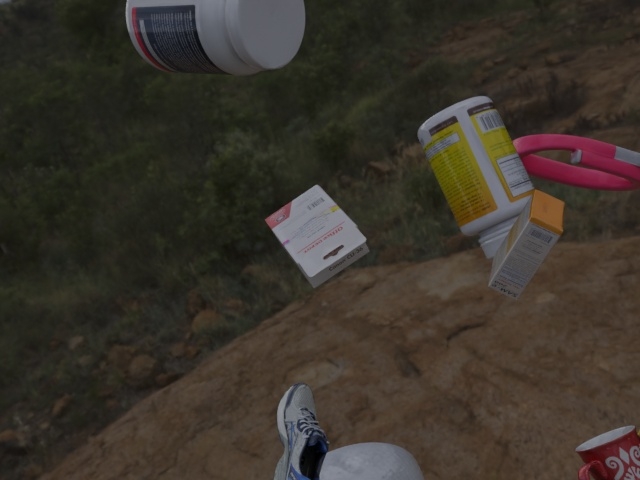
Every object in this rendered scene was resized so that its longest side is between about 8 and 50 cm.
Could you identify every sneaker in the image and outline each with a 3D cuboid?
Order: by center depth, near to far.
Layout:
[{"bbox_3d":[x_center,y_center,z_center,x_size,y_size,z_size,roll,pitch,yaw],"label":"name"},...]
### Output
[{"bbox_3d":[-0.013,0.217,0.761,0.058,0.052,0.135,-36,42,40],"label":"sneaker"}]

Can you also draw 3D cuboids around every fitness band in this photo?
[{"bbox_3d":[0.525,-0.154,1.426,0.291,0.054,0.209,13,-6,-18],"label":"fitness band"}]

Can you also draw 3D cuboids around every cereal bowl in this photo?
[{"bbox_3d":[0.078,0.594,1.483,0.339,0.339,0.141,-21,39,-2],"label":"cereal bowl"}]

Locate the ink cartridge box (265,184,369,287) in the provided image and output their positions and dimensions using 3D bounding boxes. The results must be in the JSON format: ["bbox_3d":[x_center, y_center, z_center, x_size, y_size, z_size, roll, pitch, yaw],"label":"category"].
[{"bbox_3d":[0.000,0.000,1.163,0.115,0.067,0.198,-34,38,-4],"label":"ink cartridge box"}]

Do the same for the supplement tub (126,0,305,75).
[{"bbox_3d":[-0.182,-0.383,1.196,0.272,0.191,0.191,13,39,36],"label":"supplement tub"}]

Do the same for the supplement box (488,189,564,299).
[{"bbox_3d":[0.216,0.005,0.728,0.036,0.098,0.062,25,37,4],"label":"supplement box"}]

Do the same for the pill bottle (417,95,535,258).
[{"bbox_3d":[0.231,-0.086,0.988,0.117,0.215,0.117,-23,-6,-2],"label":"pill bottle"}]

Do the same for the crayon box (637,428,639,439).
[{"bbox_3d":[0.729,0.322,1.385,0.083,0.203,0.323,23,83,38],"label":"crayon box"}]

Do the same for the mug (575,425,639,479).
[{"bbox_3d":[0.532,0.439,1.240,0.150,0.169,0.113,-23,-14,-8],"label":"mug"}]
